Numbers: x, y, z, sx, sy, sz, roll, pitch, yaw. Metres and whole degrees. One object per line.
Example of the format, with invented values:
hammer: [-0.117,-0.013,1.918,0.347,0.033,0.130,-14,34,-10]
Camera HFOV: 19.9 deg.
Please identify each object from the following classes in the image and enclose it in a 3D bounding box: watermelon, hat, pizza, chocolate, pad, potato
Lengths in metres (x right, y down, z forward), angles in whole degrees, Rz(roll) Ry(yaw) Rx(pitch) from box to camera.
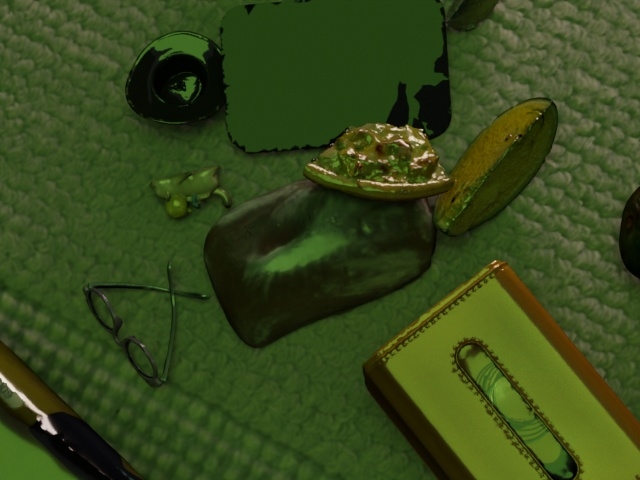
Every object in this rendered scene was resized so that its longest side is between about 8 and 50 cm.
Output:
watermelon: [0.179,-0.084,1.965,0.075,0.092,0.181,40,91,26]
hat: [-0.158,-0.171,2.027,0.121,0.050,0.121,1,72,-4]
pizza: [0.063,-0.086,1.937,0.160,0.035,0.099,8,59,-4]
chocolate: [-0.001,-0.002,1.959,0.254,0.080,0.157,-23,75,-2]
pad: [0.011,-0.264,2.034,0.250,0.055,0.323,-4,74,-2]
potato: [0.176,-0.274,2.040,0.037,0.036,0.093,32,100,-25]

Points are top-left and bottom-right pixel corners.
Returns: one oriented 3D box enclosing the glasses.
glasses: [-0.180,0.078,1.983,0.104,0.062,0.140,-35,76,-27]

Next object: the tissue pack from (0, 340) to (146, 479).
tissue pack: [-0.379,0.231,1.846,0.416,0.253,0.264,43,83,11]

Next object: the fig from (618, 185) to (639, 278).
fig: [0.407,-0.005,1.925,0.178,0.117,0.117,10,77,-4]

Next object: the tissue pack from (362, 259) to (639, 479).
tissue pack: [0.201,0.184,1.870,0.194,0.145,0.274,-38,78,-7]

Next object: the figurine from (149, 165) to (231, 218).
figurine: [-0.143,-0.052,2.004,0.083,0.047,0.050,-13,86,6]
